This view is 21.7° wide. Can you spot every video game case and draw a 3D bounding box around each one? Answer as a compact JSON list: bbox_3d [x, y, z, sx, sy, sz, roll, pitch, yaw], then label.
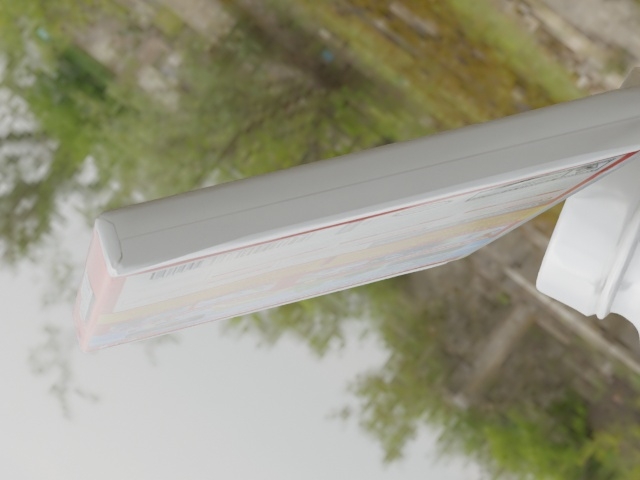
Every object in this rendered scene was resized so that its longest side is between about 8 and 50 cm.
[{"bbox_3d":[0.000,0.000,0.704,0.285,0.204,0.025,137,119,-76],"label":"video game case"}]

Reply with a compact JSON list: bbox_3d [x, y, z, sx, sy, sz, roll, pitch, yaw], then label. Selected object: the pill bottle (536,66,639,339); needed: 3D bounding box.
[{"bbox_3d":[0.366,0.040,1.130,0.407,0.229,0.229,25,178,11],"label":"pill bottle"}]
